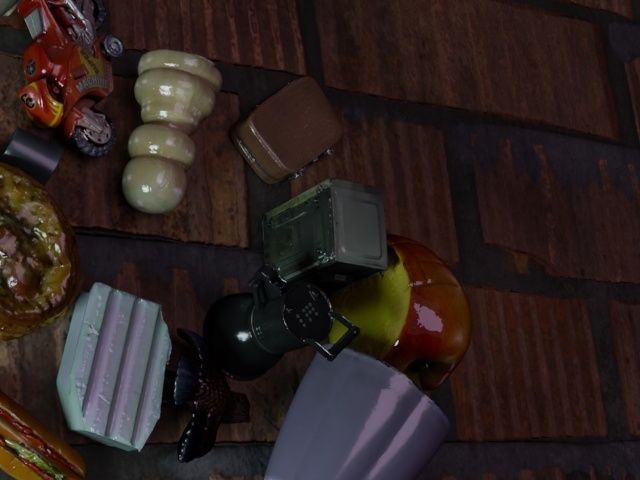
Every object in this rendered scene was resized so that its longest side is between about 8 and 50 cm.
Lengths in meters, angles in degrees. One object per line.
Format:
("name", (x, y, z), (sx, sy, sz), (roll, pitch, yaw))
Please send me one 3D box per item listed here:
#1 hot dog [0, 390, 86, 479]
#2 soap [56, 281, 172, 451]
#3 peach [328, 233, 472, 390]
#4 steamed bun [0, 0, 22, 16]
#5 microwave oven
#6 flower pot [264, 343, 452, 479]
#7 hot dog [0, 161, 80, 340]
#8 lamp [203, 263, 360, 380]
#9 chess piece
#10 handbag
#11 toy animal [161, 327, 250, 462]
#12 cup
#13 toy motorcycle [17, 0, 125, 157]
("hot dog", (-0.417, 0.289, 1.752), (0.236, 0.062, 0.092), (41, 50, -20))
("soap", (-0.311, 0.196, 1.850), (0.145, 0.091, 0.230), (23, 62, -26))
("peach", (0.132, 0.125, 2.132), (0.245, 0.249, 0.274), (42, 27, -60))
("steamed bun", (-0.550, -0.455, 1.764), (0.334, 0.334, 0.374), (42, 59, -18))
("microwave oven", (0.000, 0.000, 2.081), (0.129, 0.205, 0.163), (11, 66, -34))
("flower pot", (0.040, 0.332, 1.974), (0.265, 0.265, 0.243), (45, 63, -16))
("hot dog", (-0.459, 0.003, 1.787), (0.196, 0.122, 0.272), (-25, 91, -40))
("lamp", (-0.070, 0.124, 1.967), (0.147, 0.227, 0.172), (-40, 99, -39))
("chess piece", (-0.247, -0.168, 2.008), (0.143, 0.143, 0.261), (22, 65, -30))
("handbag", (-0.054, -0.192, 2.199), (0.151, 0.072, 0.193), (54, 49, -8))
("toy animal", (-0.171, 0.242, 1.920), (0.179, 0.116, 0.218), (16, 58, -31))
("cup", (-0.447, -0.114, 1.876), (0.077, 0.078, 0.100), (30, 88, -19))
("toy motorcycle", (-0.399, -0.276, 1.952), (0.171, 0.089, 0.298), (2, 72, -36))
